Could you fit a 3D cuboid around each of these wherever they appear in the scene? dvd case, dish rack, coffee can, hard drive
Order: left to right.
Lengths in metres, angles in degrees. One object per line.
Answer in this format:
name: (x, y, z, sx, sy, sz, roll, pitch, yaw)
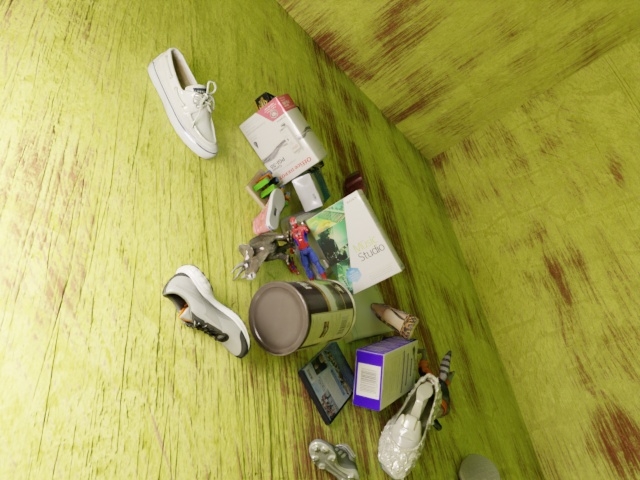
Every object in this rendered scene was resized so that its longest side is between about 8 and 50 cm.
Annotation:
coffee can: (-0.047, 0.217, 1.399, 0.275, 0.202, 0.201, 6, 58, -58)
dish rack: (0.000, 0.000, 1.836, 0.285, 0.072, 0.333, 59, 26, 0)
dvd case: (0.032, 0.440, 1.509, 0.180, 0.022, 0.253, 62, 27, 2)
hard drive: (0.160, 0.267, 1.868, 0.353, 0.047, 0.232, 8, 57, -58)

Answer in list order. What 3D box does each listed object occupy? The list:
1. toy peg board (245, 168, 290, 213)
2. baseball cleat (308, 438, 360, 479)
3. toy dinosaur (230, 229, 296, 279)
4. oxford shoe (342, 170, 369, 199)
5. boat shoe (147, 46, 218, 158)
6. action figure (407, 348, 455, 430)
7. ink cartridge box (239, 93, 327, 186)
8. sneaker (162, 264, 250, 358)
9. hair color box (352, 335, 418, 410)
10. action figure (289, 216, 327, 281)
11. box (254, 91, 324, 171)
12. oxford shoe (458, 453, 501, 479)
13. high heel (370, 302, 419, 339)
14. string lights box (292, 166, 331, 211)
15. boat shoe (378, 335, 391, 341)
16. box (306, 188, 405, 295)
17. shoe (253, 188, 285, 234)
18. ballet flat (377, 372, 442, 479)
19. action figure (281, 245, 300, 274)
toy peg board: (-0.167, -0.179, 1.715, 0.161, 0.079, 0.160, 51, 29, -18)
baseball cleat: (0.035, 0.598, 1.328, 0.206, 0.072, 0.109, 54, 14, -22)
toy dinosaur: (-0.164, 0.017, 1.469, 0.313, 0.161, 0.120, -73, 162, -72)
oxford shoe: (0.192, -0.206, 2.308, 0.130, 0.123, 0.348, 51, 29, -28)
boat shoe: (-0.396, -0.446, 1.502, 0.367, 0.157, 0.136, 63, 27, 6)
action figure: (0.431, 0.561, 1.898, 0.341, 0.179, 0.330, 49, 28, -15)
ink cartridge box: (-0.138, -0.379, 1.818, 0.283, 0.207, 0.117, 56, 28, -9)
sneaker: (-0.280, 0.191, 1.163, 0.271, 0.100, 0.108, 51, 42, -10)
hair color box: (0.234, 0.452, 1.667, 0.339, 0.110, 0.185, 5, 89, -58)
action figure: (-0.049, 0.047, 1.630, 0.139, 0.092, 0.280, 9, 57, -84)
box: (-0.131, -0.461, 2.056, 0.257, 0.079, 0.321, 2, 62, -61)
oxford shoe: (0.616, 1.001, 1.850, 0.449, 0.169, 0.130, -45, 145, -70)
high heel: (0.266, 0.287, 1.774, 0.186, 0.093, 0.261, 28, -5, 10)
string lights box: (-0.028, -0.209, 1.904, 0.259, 0.077, 0.133, -57, 124, -74)
boat shoe: (0.222, 0.431, 1.818, 0.206, 0.065, 0.075, -36, 133, -53)
box: (0.120, 0.013, 1.692, 0.321, 0.232, 0.058, 61, 25, 4)
shoe: (-0.176, -0.097, 1.598, 0.063, 0.081, 0.177, 44, 40, -37)
ballet flat: (0.308, 0.600, 1.612, 0.147, 0.147, 0.409, 56, 41, -8)
action figure: (-0.106, 0.072, 1.631, 0.115, 0.030, 0.038, 57, 22, -10)
